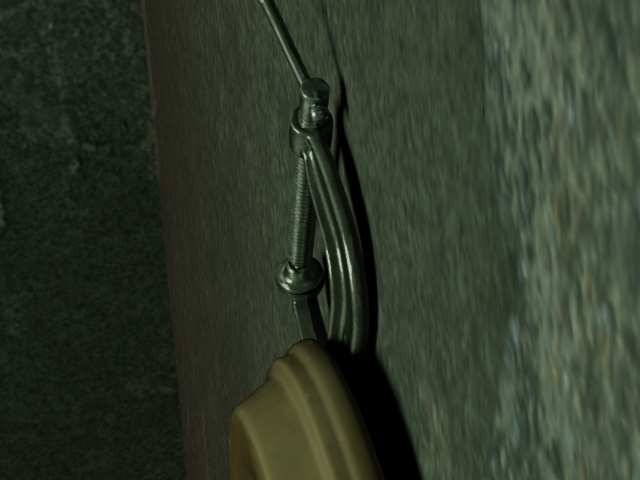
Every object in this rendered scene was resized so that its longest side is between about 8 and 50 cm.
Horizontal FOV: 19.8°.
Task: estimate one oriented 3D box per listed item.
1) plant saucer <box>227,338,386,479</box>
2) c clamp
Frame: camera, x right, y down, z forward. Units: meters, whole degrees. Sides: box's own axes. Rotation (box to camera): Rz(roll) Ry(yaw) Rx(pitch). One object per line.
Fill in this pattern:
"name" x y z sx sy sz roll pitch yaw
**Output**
"plant saucer" 0.004 0.178 0.729 0.278 0.041 0.278 171 90 -81
"c clamp" 0.000 0.000 0.752 0.161 0.022 0.137 93 161 -49
